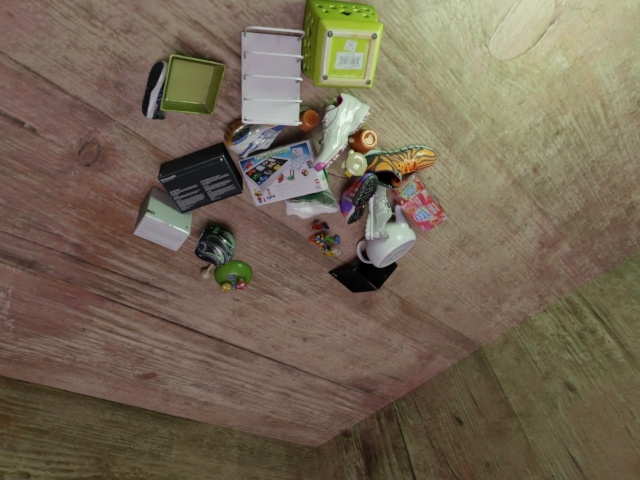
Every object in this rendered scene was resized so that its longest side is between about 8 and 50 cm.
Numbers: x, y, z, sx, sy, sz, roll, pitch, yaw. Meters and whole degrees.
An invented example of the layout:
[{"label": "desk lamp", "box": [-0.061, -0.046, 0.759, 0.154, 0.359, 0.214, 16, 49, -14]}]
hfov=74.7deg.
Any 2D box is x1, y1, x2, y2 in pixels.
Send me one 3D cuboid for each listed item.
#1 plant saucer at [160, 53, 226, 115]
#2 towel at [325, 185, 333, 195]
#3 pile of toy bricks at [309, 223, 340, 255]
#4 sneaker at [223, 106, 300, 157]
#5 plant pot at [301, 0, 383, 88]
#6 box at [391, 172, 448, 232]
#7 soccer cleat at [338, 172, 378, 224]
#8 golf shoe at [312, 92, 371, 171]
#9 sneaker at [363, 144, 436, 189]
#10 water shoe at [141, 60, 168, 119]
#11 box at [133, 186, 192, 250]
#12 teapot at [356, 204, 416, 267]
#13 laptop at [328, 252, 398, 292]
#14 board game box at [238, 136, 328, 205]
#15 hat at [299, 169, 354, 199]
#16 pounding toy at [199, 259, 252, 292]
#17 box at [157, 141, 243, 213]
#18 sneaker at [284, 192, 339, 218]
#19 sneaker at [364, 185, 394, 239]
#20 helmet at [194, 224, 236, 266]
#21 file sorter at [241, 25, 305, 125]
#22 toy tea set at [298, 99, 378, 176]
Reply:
[{"label": "plant saucer", "box": [-0.422, -0.510, 1.368, 0.188, 0.045, 0.188, -8, 139, -41]}, {"label": "towel", "box": [-0.085, -0.226, 1.730, 0.187, 0.049, 0.282, -32, 130, 15]}, {"label": "pile of toy bricks", "box": [0.000, 0.000, 1.931, 0.105, 0.118, 0.212, -8, 157, 34]}, {"label": "sneaker", "box": [-0.200, -0.407, 1.524, 0.296, 0.112, 0.131, -24, 153, 8]}, {"label": "plant pot", "box": [0.068, -0.602, 1.318, 0.228, 0.207, 0.227, -2, 131, -12]}, {"label": "box", "box": [0.435, -0.160, 1.830, 0.128, 0.123, 0.257, -34, 138, 20]}, {"label": "soccer cleat", "box": [0.141, -0.186, 1.701, 0.108, 0.116, 0.318, -26, 161, -21]}, {"label": "golf shoe", "box": [0.044, -0.376, 1.451, 0.140, 0.115, 0.306, 37, 73, -9]}, {"label": "sneaker", "box": [0.327, -0.281, 1.678, 0.320, 0.180, 0.125, -8, 133, -5]}, {"label": "water shoe", "box": [-0.528, -0.497, 1.391, 0.080, 0.073, 0.203, -3, 137, -48]}, {"label": "box", "box": [-0.614, -0.085, 1.652, 0.180, 0.182, 0.119, 28, 123, -31]}, {"label": "teapot", "box": [0.296, -0.007, 1.926, 0.256, 0.187, 0.252, -33, 159, -7]}, {"label": "laptop", "box": [0.223, 0.147, 2.156, 0.264, 0.136, 0.234, -50, 128, -2]}, {"label": "board game box", "box": [-0.143, -0.253, 1.578, 0.305, 0.053, 0.193, -10, 112, 24]}, {"label": "hat", "box": [-0.013, -0.257, 1.674, 0.208, 0.183, 0.173, 46, 117, 3]}, {"label": "pounding toy", "box": [-0.433, 0.184, 1.982, 0.236, 0.110, 0.183, 32, 118, -34]}, {"label": "box", "box": [-0.453, -0.237, 1.604, 0.261, 0.103, 0.184, -18, 136, 5]}, {"label": "sneaker", "box": [-0.038, -0.138, 1.742, 0.232, 0.090, 0.115, 6, 139, -5]}, {"label": "sneaker", "box": [0.261, -0.138, 1.785, 0.115, 0.105, 0.282, 7, 102, 10]}, {"label": "helmet", "box": [-0.442, 0.025, 1.802, 0.161, 0.169, 0.169, 26, 123, -11]}, {"label": "file sorter", "box": [-0.150, -0.505, 1.316, 0.192, 0.173, 0.278, 0, 108, -11]}, {"label": "toy tea set", "box": [0.063, -0.395, 1.571, 0.336, 0.124, 0.200, 40, 80, -17]}]
